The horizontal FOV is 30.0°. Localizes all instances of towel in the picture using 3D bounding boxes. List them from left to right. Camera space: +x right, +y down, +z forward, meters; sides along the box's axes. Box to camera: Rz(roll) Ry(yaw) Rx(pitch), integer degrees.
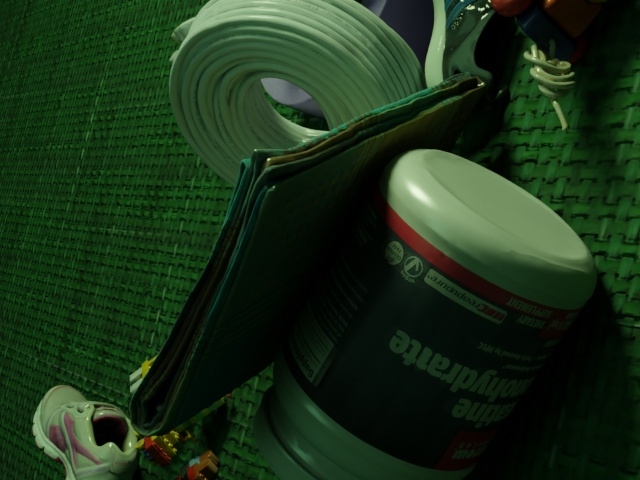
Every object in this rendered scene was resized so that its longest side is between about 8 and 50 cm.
[{"bbox_3d":[0.000,0.000,1.001,0.040,0.370,0.271,37,122,15],"label":"towel"}]

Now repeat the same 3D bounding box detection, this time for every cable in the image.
[{"bbox_3d":[-0.024,-0.138,1.185,0.257,0.257,0.089,-27,23,46],"label":"cable"}]

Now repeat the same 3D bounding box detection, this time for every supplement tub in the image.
[{"bbox_3d":[0.079,0.081,0.975,0.272,0.191,0.191,-60,34,20],"label":"supplement tub"}]

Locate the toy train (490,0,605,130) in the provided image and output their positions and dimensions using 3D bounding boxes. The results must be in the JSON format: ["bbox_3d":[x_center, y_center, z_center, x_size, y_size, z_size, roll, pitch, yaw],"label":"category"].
[{"bbox_3d":[0.224,-0.213,0.994,0.143,0.105,0.248,-37,44,25],"label":"toy train"}]

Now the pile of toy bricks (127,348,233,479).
[{"bbox_3d":[-0.150,0.197,1.383,0.105,0.118,0.212,-37,21,3],"label":"pile of toy bricks"}]

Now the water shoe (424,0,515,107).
[{"bbox_3d":[0.152,-0.220,1.143,0.080,0.073,0.203,-4,76,35],"label":"water shoe"}]

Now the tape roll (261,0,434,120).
[{"bbox_3d":[0.038,-0.265,1.306,0.275,0.090,0.275,-30,52,47],"label":"tape roll"}]

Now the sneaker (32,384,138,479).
[{"bbox_3d":[-0.296,0.257,1.574,0.111,0.103,0.252,-60,40,12],"label":"sneaker"}]
